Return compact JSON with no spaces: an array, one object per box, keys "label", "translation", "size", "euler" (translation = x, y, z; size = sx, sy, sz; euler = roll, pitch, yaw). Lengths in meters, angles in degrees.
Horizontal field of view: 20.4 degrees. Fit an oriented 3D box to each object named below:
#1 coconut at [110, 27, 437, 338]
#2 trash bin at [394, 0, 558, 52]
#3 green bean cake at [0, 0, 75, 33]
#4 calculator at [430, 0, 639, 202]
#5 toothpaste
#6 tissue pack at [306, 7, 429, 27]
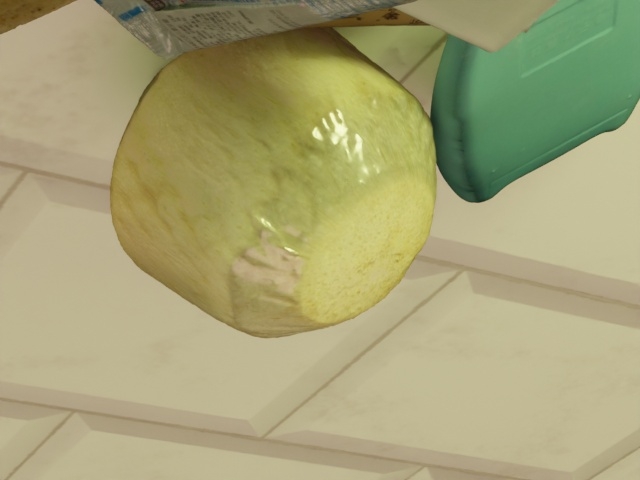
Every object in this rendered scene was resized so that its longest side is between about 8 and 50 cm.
[{"label":"coconut","translation":[-0.058,-0.067,1.684],"size":[0.328,0.329,0.329],"euler":[-6,149,-3]},{"label":"trash bin","translation":[0.026,-0.302,1.271],"size":[0.367,0.256,0.296],"euler":[27,135,-26]},{"label":"green bean cake","translation":[-0.246,-0.251,1.486],"size":[0.179,0.109,0.085],"euler":[-20,146,21]},{"label":"calculator","translation":[0.220,-0.168,1.690],"size":[0.256,0.054,0.386],"euler":[-28,154,-10]},{"label":"toothpaste","translation":[-0.023,-0.180,1.203],"size":[0.299,0.073,0.114],"euler":[-8,151,33]},{"label":"tissue pack","translation":[0.033,-0.267,1.510],"size":[0.256,0.123,0.215],"euler":[0,150,-10]}]
